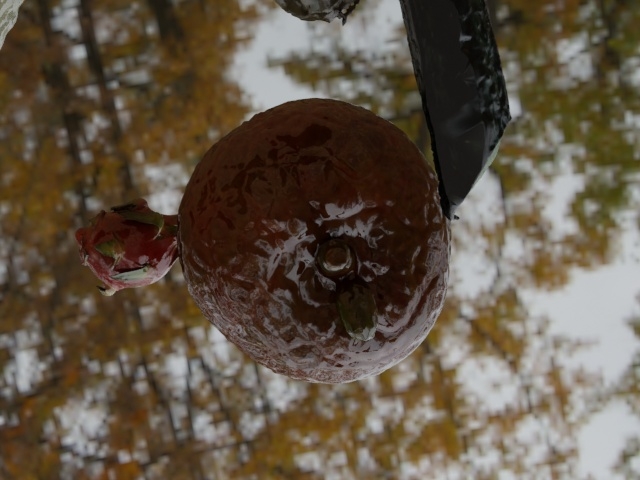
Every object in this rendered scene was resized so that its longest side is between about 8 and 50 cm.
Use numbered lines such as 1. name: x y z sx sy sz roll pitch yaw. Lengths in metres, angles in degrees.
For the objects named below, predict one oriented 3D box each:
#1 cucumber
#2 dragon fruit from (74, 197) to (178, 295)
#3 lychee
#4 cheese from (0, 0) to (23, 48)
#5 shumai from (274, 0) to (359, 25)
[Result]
1. cucumber: 0.104 -0.115 1.264 0.070 0.220 0.046 -8 -159 18
2. dragon fruit: -0.168 0.002 1.555 0.116 0.081 0.086 -13 158 -7
3. lychee: 0.000 0.000 1.443 0.255 0.255 0.300 -18 -165 -21
4. cheese: -0.384 -0.225 1.186 0.332 0.292 0.153 -11 -178 7
5. shumai: -0.061 -0.296 1.279 0.185 0.218 0.184 12 -126 28
